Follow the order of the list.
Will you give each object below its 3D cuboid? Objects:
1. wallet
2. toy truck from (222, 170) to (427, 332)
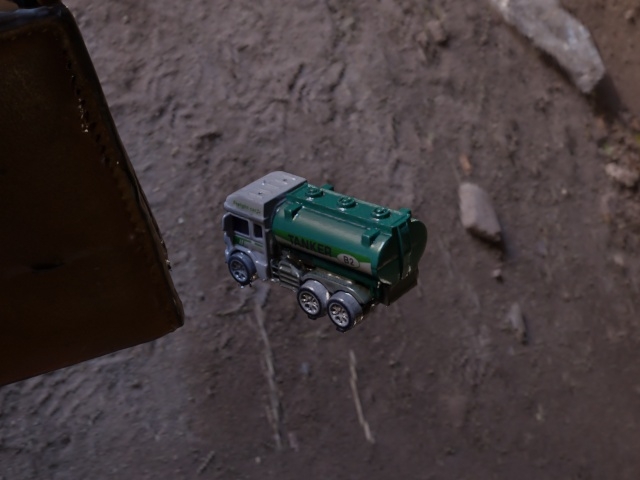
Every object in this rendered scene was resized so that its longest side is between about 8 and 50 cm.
[{"bbox_3d":[-0.161,-0.004,0.387,0.042,0.195,0.161,-110,-177,-47],"label":"wallet"},{"bbox_3d":[0.000,0.000,0.395,0.039,0.083,0.044,-32,128,-39],"label":"toy truck"}]
